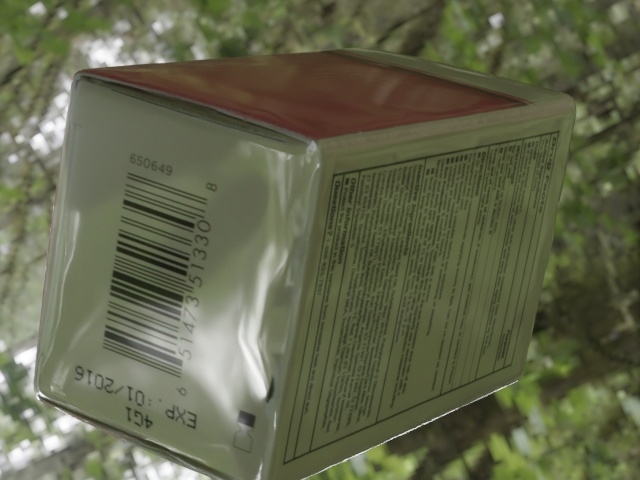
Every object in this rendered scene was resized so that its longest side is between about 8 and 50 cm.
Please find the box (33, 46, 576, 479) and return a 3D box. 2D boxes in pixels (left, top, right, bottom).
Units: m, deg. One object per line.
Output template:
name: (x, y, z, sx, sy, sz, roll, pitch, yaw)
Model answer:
box: (0.000, 0.000, 0.763, 0.232, 0.127, 0.148, -14, -63, -57)
